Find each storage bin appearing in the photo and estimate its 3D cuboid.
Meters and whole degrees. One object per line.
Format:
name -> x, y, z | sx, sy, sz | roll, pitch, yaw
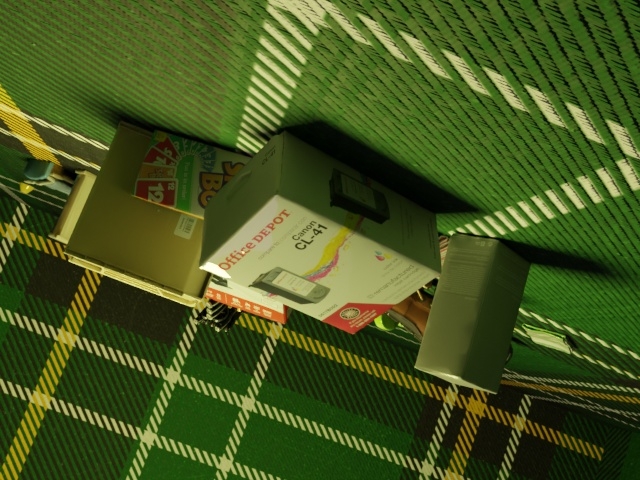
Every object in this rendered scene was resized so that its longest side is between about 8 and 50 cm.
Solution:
storage bin -> -0.294, -0.044, 1.437 | 0.260, 0.262, 0.123 | 21, 168, -5

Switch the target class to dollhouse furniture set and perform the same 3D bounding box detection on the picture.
dollhouse furniture set -> -0.692, -0.077, 2.238 | 0.303, 0.198, 0.286 | 12, 167, 43

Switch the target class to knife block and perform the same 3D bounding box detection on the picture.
knife block -> -0.215, 0.092, 1.943 | 0.088, 0.275, 0.242 | 17, 172, 19

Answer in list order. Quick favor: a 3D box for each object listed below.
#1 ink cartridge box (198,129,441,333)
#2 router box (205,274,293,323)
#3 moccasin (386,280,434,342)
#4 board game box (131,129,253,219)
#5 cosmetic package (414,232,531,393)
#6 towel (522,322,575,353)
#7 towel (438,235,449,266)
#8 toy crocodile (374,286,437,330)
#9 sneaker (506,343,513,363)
ink cartridge box -> 0.000, 0.000, 1.207 | 0.306, 0.131, 0.226 | 24, 136, -28
router box -> -0.218, 0.016, 1.731 | 0.335, 0.082, 0.301 | 17, 139, 16
moccasin -> 0.183, 0.098, 1.617 | 0.380, 0.147, 0.139 | 40, -176, -6
board game box -> -0.185, -0.096, 1.332 | 0.259, 0.124, 0.039 | 18, 175, 13
cosmetic package -> 0.255, 0.123, 1.302 | 0.107, 0.238, 0.127 | 11, 165, 44
towel -> 0.572, 0.248, 1.972 | 0.113, 0.023, 0.152 | 14, 168, 30
towel -> 0.180, 0.049, 1.456 | 0.144, 0.029, 0.197 | -24, 161, 6
toy crocodile -> 0.173, 0.148, 1.776 | 0.341, 0.105, 0.115 | 9, 179, -34
sneaker -> 0.428, 0.275, 2.244 | 0.271, 0.100, 0.108 | 25, -176, -8
